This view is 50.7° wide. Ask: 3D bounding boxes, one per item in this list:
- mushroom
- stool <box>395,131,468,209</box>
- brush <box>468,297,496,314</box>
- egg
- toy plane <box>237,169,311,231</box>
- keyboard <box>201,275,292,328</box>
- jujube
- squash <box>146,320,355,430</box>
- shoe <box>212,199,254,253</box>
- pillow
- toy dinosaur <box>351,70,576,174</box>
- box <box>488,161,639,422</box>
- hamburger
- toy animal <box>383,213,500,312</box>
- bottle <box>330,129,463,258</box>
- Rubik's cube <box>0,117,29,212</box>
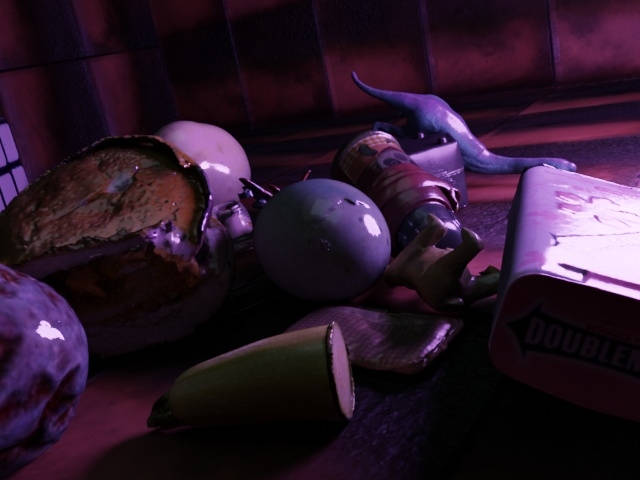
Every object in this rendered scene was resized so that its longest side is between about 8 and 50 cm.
[{"bbox_3d":[-0.313,-0.167,1.684,0.234,0.260,0.254,-46,2,39],"label":"mushroom"},{"bbox_3d":[0.163,-0.119,1.277,0.232,0.141,0.232,-11,17,3],"label":"stool"},{"bbox_3d":[0.213,0.075,0.788,0.033,0.030,0.178,-31,24,-26],"label":"brush"},{"bbox_3d":[0.000,0.000,0.923,0.169,0.169,0.236,-21,15,-28],"label":"egg"},{"bbox_3d":[-0.065,-0.028,1.175,0.104,0.223,0.326,-66,14,-21],"label":"toy plane"},{"bbox_3d":[-0.078,0.077,1.003,0.231,0.023,0.072,-21,25,-27],"label":"keyboard"},{"bbox_3d":[-0.385,0.127,0.697,0.308,0.215,0.246,-4,19,22],"label":"jujube"},{"bbox_3d":[-0.076,0.151,0.667,0.224,0.094,0.094,-17,14,15],"label":"squash"},{"bbox_3d":[-0.184,-0.030,1.310,0.089,0.092,0.180,-19,17,-22],"label":"shoe"},{"bbox_3d":[0.053,0.108,0.778,0.211,0.034,0.135,1,17,33],"label":"pillow"},{"bbox_3d":[0.276,-0.231,1.330,0.331,0.383,0.129,-12,37,54],"label":"toy dinosaur"},{"bbox_3d":[0.280,0.028,0.688,0.190,0.112,0.370,18,23,12],"label":"box"},{"bbox_3d":[-0.285,-0.002,0.944,0.317,0.195,0.277,-12,41,2],"label":"hamburger"},{"bbox_3d":[0.141,0.037,0.846,0.101,0.103,0.218,-45,19,-1],"label":"toy animal"},{"bbox_3d":[0.129,-0.057,1.047,0.156,0.143,0.271,-36,43,1],"label":"bottle"},{"bbox_3d":[-0.672,0.005,1.100,0.344,0.337,0.344,-14,16,-5],"label":"Rubik's cube"}]
